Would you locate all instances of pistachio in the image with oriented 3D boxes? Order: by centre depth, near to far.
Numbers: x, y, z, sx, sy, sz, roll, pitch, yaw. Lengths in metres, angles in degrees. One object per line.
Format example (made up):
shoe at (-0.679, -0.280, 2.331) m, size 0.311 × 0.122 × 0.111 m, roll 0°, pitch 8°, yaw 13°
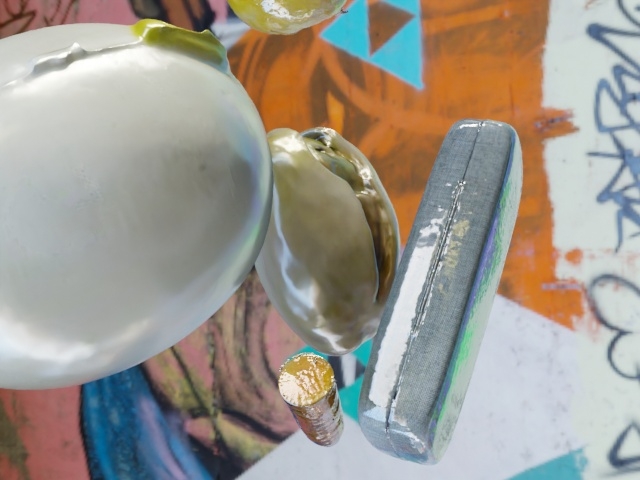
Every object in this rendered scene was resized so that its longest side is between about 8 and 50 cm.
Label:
pistachio at (0.000, 0.000, 1.030) m, size 0.166 × 0.197 × 0.287 m, roll -1°, pitch -111°, yaw -49°

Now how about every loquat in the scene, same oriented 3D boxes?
loquat at (-0.057, -0.445, 1.303) m, size 0.244 × 0.244 × 0.243 m, roll 3°, pitch -94°, yaw -52°

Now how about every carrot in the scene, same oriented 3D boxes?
carrot at (-0.005, 0.143, 0.708) m, size 0.139 × 0.048 × 0.048 m, roll 77°, pitch -150°, yaw -58°

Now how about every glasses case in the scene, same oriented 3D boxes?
glasses case at (0.119, 0.043, 0.778) m, size 0.131 × 0.074 × 0.323 m, roll 61°, pitch -135°, yaw -59°

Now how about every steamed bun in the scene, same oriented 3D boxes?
steamed bun at (-0.221, -0.033, 0.763) m, size 0.374 × 0.334 × 0.333 m, roll -30°, pitch -67°, yaw -31°
